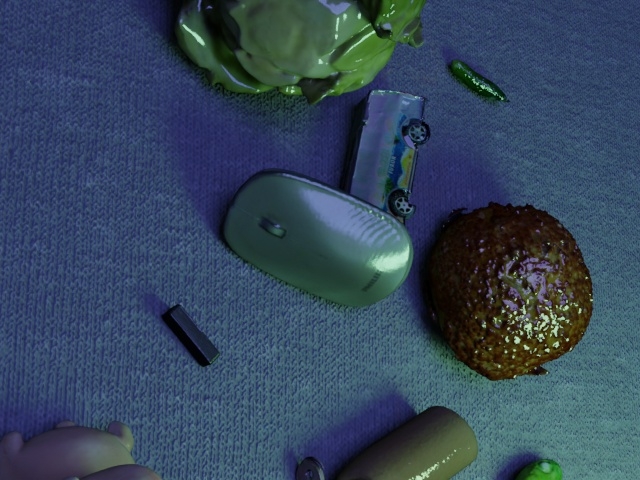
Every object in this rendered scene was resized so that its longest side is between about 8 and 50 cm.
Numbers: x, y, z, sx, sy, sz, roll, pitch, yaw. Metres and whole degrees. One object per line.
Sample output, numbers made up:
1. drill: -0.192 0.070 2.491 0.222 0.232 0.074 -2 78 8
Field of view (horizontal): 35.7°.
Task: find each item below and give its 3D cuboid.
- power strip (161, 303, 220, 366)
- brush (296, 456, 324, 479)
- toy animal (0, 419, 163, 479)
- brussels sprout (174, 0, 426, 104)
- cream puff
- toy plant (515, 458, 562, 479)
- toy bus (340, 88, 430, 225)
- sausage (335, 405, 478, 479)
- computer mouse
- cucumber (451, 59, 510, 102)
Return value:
1. power strip: -0.207 0.152 1.590 0.029 0.038 0.111 -43 101 -33
2. brush: 0.021 0.507 1.619 0.067 0.072 0.313 2 71 -54
3. toy animal: -0.276 0.377 1.319 0.277 0.247 0.345 -15 69 -15
4. brussels sprout: -0.013 -0.445 1.700 0.361 0.425 0.343 -63 156 -50
5. cream puff: 0.366 0.087 1.839 0.350 0.228 0.351 7 75 -28
6. toy plant: 0.395 0.536 1.771 0.315 0.184 0.224 -26 73 -43
7. toy bus: 0.110 -0.127 1.821 0.137 0.112 0.317 17 67 -15
8. sausage: 0.140 0.385 1.680 0.252 0.123 0.123 -27 91 -33
9. computer mouse: 0.000 0.003 1.670 0.330 0.197 0.095 23 24 -16
10. cucumber: 0.325 -0.322 2.041 0.155 0.037 0.037 31 63 -17
